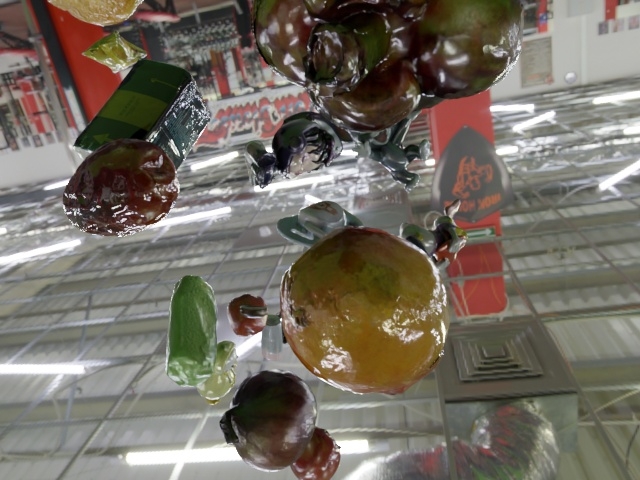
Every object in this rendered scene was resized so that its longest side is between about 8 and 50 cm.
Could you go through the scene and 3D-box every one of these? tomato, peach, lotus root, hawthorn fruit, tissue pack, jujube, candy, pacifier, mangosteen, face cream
[{"bbox_3d":[-0.019,0.634,1.404,0.168,0.167,0.167,-10,-159,4],"label":"tomato"},{"bbox_3d":[0.101,0.143,0.992,0.373,0.372,0.290,-35,177,-46],"label":"peach"},{"bbox_3d":[-0.197,0.212,1.407,0.084,0.037,0.030,5,-159,-12],"label":"lotus root"},{"bbox_3d":[-0.232,0.247,1.554,0.133,0.132,0.137,-9,-125,7],"label":"hawthorn fruit"},{"bbox_3d":[-0.593,-0.368,1.634,0.254,0.264,0.416,16,-115,15],"label":"tissue pack"},{"bbox_3d":[-0.496,-0.122,1.182,0.318,0.222,0.223,-18,-166,32],"label":"jujube"},{"bbox_3d":[-0.373,0.248,1.368,0.142,0.132,0.343,25,-150,-28],"label":"candy"},{"bbox_3d":[0.000,0.000,1.406,0.228,0.207,0.279,28,-149,22],"label":"pacifier"},{"bbox_3d":[0.093,-0.350,0.674,0.382,0.380,0.421,-11,-154,2],"label":"mangosteen"},{"bbox_3d":[-0.177,0.356,1.745,0.084,0.198,0.057,18,-139,14],"label":"face cream"}]

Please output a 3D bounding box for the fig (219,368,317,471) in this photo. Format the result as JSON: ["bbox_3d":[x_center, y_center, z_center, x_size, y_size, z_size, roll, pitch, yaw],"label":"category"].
[{"bbox_3d":[-0.121,0.417,1.142,0.235,0.215,0.235,-51,-168,15],"label":"fig"}]

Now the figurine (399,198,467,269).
[{"bbox_3d":[0.362,-0.004,1.552,0.421,0.154,0.193,-21,-129,-43],"label":"figurine"}]

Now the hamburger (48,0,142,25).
[{"bbox_3d":[-0.540,-0.684,1.126,0.314,0.290,0.170,-40,-151,41],"label":"hamburger"}]

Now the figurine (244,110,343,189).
[{"bbox_3d":[-0.061,-0.202,1.048,0.223,0.145,0.145,-24,-156,-22],"label":"figurine"}]

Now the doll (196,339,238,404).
[{"bbox_3d":[-0.312,0.410,1.506,0.117,0.296,0.141,32,-137,0],"label":"doll"}]

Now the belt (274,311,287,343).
[{"bbox_3d":[-0.079,0.241,1.900,0.359,0.126,0.094,-59,-168,-17],"label":"belt"}]

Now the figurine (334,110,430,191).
[{"bbox_3d":[0.163,-0.249,1.133,0.193,0.265,0.140,-41,-157,13],"label":"figurine"}]

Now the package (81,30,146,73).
[{"bbox_3d":[-0.786,-0.721,1.838,0.169,0.090,0.226,-27,179,6],"label":"package"}]
